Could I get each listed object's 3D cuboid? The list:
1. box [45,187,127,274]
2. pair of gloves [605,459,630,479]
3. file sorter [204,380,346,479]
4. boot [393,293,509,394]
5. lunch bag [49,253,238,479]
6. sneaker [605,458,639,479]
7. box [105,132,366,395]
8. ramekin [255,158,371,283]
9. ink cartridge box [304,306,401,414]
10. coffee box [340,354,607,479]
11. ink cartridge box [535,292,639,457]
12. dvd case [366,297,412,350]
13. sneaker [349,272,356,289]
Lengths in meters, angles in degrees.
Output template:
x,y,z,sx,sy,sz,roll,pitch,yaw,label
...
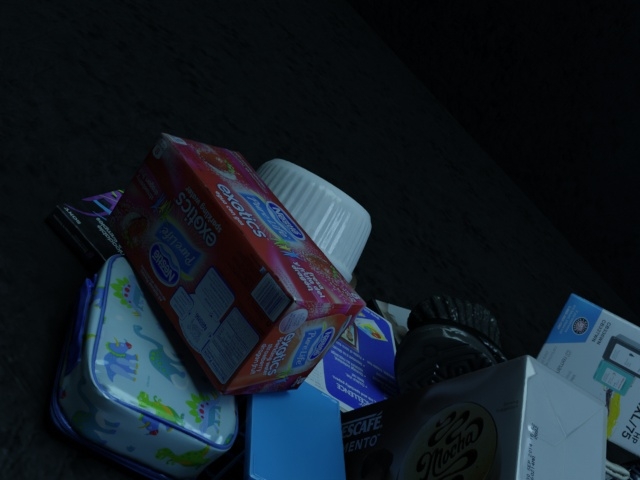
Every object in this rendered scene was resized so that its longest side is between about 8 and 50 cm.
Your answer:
x,y,z,sx,sy,sz,roll,pitch,yaw,label
-0.242,-0.007,1.041,0.116,0.029,0.162,47,24,6,box
0.381,0.303,1.419,0.240,0.042,0.204,31,0,-18,pair of gloves
-0.053,0.225,0.868,0.118,0.104,0.170,35,25,-22,file sorter
0.190,0.159,1.248,0.348,0.131,0.260,50,17,-39,boot
-0.174,0.123,0.858,0.176,0.090,0.219,33,26,-27,lunch bag
0.503,0.420,1.437,0.300,0.121,0.111,8,42,-54,sneaker
-0.093,0.021,0.877,0.122,0.128,0.257,10,33,-53,box
-0.025,-0.028,1.221,0.207,0.109,0.207,31,-6,4,ramekin
-0.015,0.150,1.110,0.303,0.072,0.307,35,27,-24,ink cartridge box
0.119,0.241,0.832,0.118,0.297,0.168,32,53,-24,coffee box
0.526,0.243,1.525,0.270,0.198,0.197,28,3,16,ink cartridge box
0.183,0.209,1.389,0.180,0.022,0.253,20,33,-44,dvd case
0.000,0.000,1.374,0.188,0.071,0.066,46,23,3,sneaker
